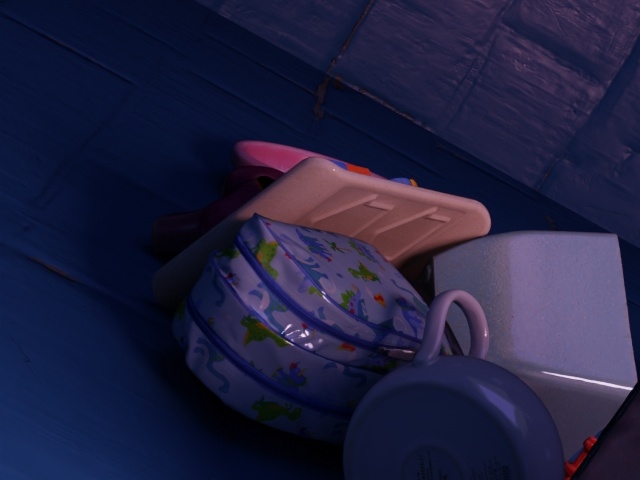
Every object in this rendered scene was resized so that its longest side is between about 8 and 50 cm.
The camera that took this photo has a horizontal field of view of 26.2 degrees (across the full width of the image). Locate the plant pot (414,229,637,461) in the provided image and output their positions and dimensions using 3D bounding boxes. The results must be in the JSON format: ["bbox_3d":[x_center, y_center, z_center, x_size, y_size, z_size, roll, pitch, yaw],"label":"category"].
[{"bbox_3d":[0.241,0.132,1.832,0.252,0.247,0.248,10,56,-15],"label":"plant pot"}]

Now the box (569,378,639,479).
[{"bbox_3d":[0.393,0.362,1.089,0.480,0.472,0.297,38,18,25],"label":"box"}]

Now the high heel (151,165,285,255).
[{"bbox_3d":[-0.075,-0.035,1.990,0.181,0.127,0.377,-2,16,26],"label":"high heel"}]

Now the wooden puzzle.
[{"bbox_3d":[0.000,0.000,1.776,0.348,0.322,0.080,15,48,-47],"label":"wooden puzzle"}]

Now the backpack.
[{"bbox_3d":[-0.003,0.112,1.617,0.355,0.273,0.290,3,38,-33],"label":"backpack"}]

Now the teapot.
[{"bbox_3d":[0.158,0.226,1.477,0.252,0.256,0.187,40,26,19],"label":"teapot"}]

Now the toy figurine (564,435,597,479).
[{"bbox_3d":[0.333,0.327,1.624,0.362,0.191,0.217,37,12,18],"label":"toy figurine"}]

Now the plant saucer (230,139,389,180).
[{"bbox_3d":[0.000,-0.081,2.341,0.332,0.084,0.332,17,12,-4],"label":"plant saucer"}]
